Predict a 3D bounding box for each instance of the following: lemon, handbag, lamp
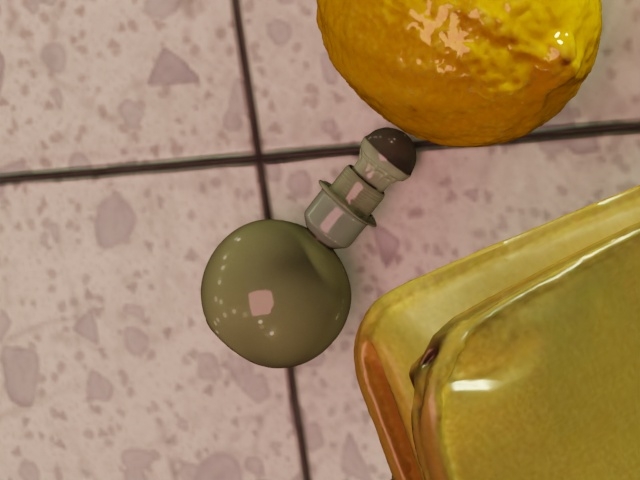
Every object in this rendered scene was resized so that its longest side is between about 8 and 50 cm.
[{"bbox_3d":[0.069,-0.127,1.044,0.187,0.142,0.142,35,115,32],"label":"lemon"},{"bbox_3d":[0.228,0.095,0.917,0.283,0.401,0.133,69,161,-6],"label":"handbag"},{"bbox_3d":[0.000,0.000,1.144,0.091,0.091,0.163,42,100,10],"label":"lamp"}]

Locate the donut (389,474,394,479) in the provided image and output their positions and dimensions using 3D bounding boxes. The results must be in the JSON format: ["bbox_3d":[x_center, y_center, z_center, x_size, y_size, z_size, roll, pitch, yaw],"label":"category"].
[{"bbox_3d":[0.166,0.171,1.097,0.272,0.107,0.272,7,106,28],"label":"donut"}]
